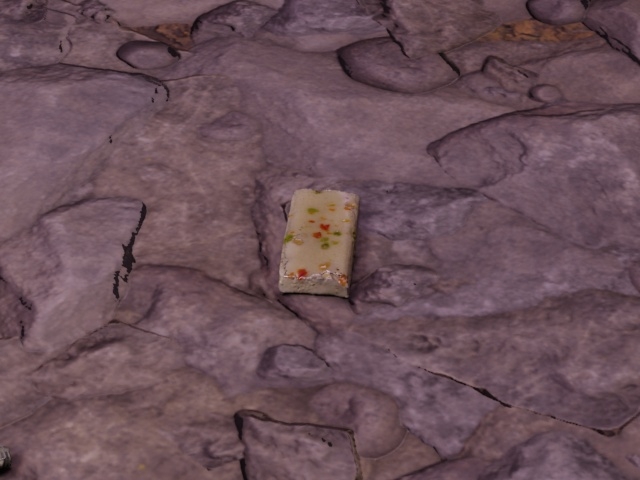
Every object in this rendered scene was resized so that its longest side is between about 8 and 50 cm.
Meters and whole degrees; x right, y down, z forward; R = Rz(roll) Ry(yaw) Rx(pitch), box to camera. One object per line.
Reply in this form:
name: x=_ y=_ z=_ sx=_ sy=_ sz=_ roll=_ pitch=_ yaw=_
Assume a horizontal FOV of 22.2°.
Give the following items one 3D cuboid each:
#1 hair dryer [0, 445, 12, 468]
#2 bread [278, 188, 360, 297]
hair dryer: x=-0.393 y=0.175 z=1.270 sx=0.219 sy=0.088 sz=0.225 roll=19 pitch=27 yaw=28
bread: x=0.000 y=0.000 z=1.547 sx=0.068 sy=0.028 sz=0.154 roll=3 pitch=35 yaw=5
